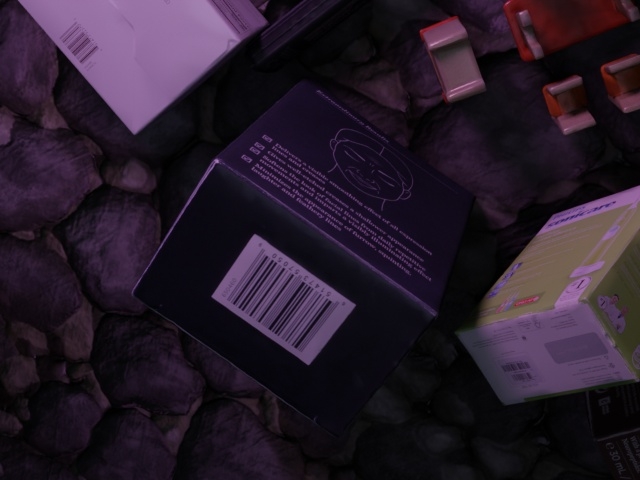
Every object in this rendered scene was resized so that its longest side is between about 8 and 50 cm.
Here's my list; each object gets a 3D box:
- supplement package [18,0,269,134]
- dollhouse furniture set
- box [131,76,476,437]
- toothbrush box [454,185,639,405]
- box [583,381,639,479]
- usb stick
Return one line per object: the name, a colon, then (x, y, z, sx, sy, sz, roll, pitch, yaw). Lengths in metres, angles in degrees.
supplement package: (-0.239, -0.313, 1.383, 0.204, 0.145, 0.262, -37, 98, 23)
dollhouse furniture set: (0.260, -0.266, 1.308, 0.259, 0.135, 0.262, -20, 105, 9)
box: (0.000, 0.000, 1.309, 0.293, 0.395, 0.212, 35, 116, 0)
toothbrush box: (0.331, 0.058, 1.280, 0.206, 0.283, 0.122, -23, 107, 49)
box: (0.569, 0.240, 1.391, 0.381, 0.143, 0.191, -22, 113, 19)
usb stick: (0.019, -0.309, 1.360, 0.278, 0.077, 0.045, -34, 79, 23)
